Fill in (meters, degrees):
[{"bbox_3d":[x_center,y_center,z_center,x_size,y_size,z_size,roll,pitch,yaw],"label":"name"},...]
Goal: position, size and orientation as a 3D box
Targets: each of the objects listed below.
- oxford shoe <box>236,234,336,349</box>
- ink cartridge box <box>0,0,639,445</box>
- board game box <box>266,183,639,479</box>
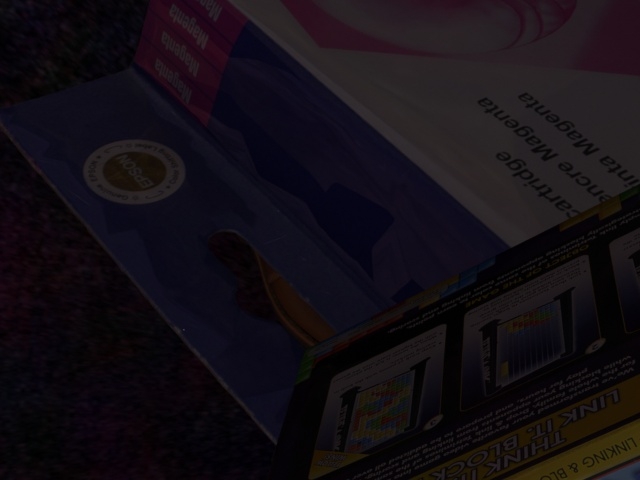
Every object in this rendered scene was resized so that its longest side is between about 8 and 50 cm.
[{"bbox_3d":[0.000,0.000,0.835,0.076,0.076,0.212,-22,53,-25],"label":"oxford shoe"},{"bbox_3d":[0.082,-0.040,0.594,0.330,0.071,0.324,-22,49,-31],"label":"ink cartridge box"},{"bbox_3d":[0.069,0.043,0.386,0.170,0.141,0.048,-27,107,18],"label":"board game box"}]
